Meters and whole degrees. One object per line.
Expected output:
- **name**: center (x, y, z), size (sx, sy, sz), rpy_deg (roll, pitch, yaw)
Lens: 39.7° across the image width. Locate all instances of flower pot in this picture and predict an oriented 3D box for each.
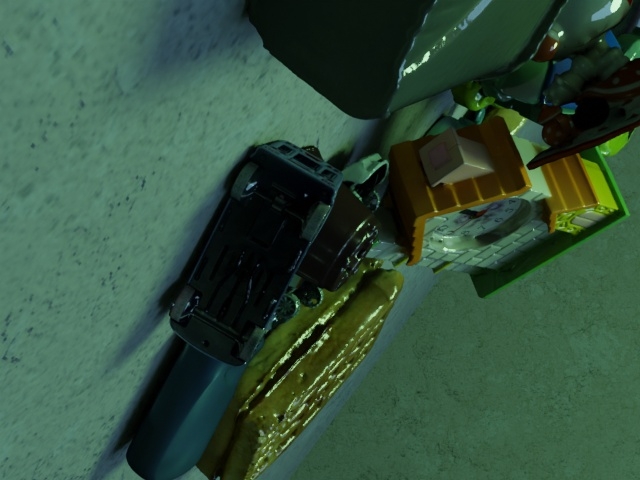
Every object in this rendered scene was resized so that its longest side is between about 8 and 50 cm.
- **flower pot**: center (-0.003, -0.010, 0.745), size (0.111, 0.089, 0.111), rpy_deg (-51, 168, -15)

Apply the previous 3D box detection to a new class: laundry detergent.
- **laundry detergent**: center (-0.108, 0.127, 0.802), size (0.096, 0.061, 0.206), rpy_deg (-22, 146, -55)

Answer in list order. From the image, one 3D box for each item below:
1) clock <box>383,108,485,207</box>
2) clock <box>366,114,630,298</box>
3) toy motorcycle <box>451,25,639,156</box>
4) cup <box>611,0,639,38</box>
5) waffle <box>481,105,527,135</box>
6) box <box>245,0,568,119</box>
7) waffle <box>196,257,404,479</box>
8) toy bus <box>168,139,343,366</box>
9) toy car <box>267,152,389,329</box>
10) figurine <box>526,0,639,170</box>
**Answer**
- **clock**: center (0.160, -0.102, 1.206), size (0.188, 0.060, 0.148), rpy_deg (-47, 166, -35)
- **clock**: center (0.172, -0.035, 0.987), size (0.255, 0.106, 0.220), rpy_deg (9, 145, -43)
- **toy motorcycle**: center (0.267, -0.228, 1.038), size (0.326, 0.191, 0.200), rpy_deg (3, 116, -55)
- **cup**: center (0.446, -0.367, 1.332), size (0.239, 0.166, 0.177), rpy_deg (-44, 161, -45)
- **waffle**: center (0.265, -0.165, 1.388), size (0.274, 0.057, 0.168), rpy_deg (-52, 180, -8)
- **box**: center (0.086, -0.197, 0.462), size (0.178, 0.138, 0.274), rpy_deg (-34, 157, -48)
- **waffle**: center (-0.026, 0.170, 1.171), size (0.328, 0.098, 0.224), rpy_deg (-46, 164, -39)
- **toy bus**: center (-0.047, 0.011, 0.670), size (0.167, 0.073, 0.076), rpy_deg (-60, 177, 21)
- **toy car**: center (0.000, 0.000, 0.870), size (0.205, 0.056, 0.095), rpy_deg (-60, 167, 12)
- **figurine**: center (0.246, -0.219, 0.855), size (0.183, 0.226, 0.160), rpy_deg (-34, -173, -29)
